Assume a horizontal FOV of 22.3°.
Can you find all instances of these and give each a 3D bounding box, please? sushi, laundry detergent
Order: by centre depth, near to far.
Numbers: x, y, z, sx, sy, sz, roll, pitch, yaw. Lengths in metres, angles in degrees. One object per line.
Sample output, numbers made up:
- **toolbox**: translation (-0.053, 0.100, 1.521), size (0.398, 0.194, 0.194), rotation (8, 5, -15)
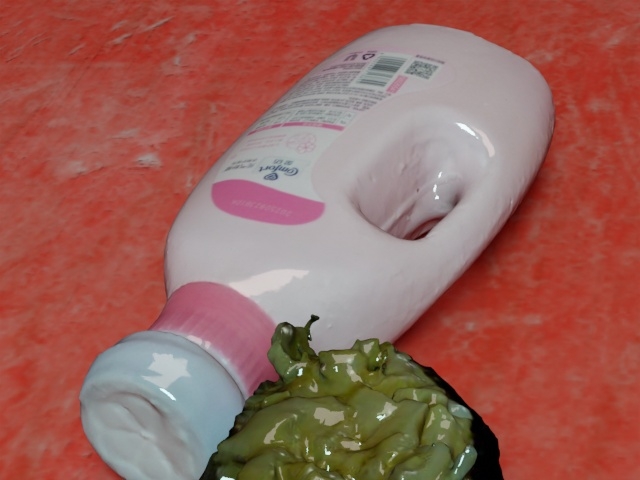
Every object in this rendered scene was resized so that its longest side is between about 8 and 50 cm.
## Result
- **sushi**: translation (0.007, 0.129, 0.614), size (0.147, 0.115, 0.212), rotation (14, 38, 27)
- **laundry detergent**: translation (0.000, 0.000, 0.834), size (0.159, 0.088, 0.335), rotation (12, 39, 25)
